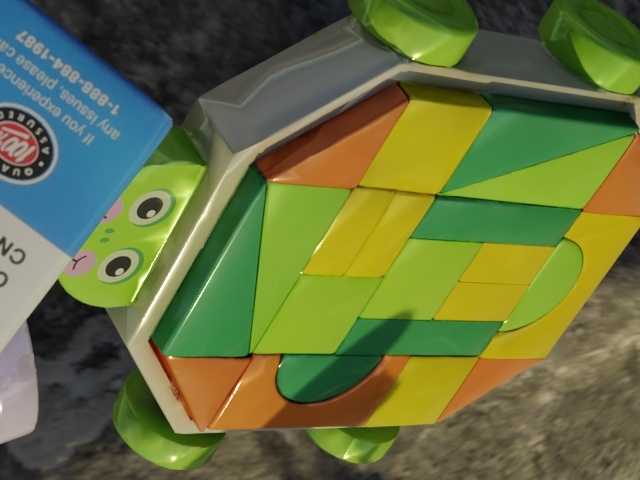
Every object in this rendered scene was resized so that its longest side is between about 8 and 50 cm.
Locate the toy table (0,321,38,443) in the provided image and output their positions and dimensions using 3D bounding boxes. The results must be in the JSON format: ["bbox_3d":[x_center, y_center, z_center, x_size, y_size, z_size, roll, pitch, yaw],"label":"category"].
[{"bbox_3d":[-0.295,0.010,1.119,0.161,0.252,0.274,-16,68,-26],"label":"toy table"}]

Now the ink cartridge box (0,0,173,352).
[{"bbox_3d":[-0.162,0.002,0.477,0.148,0.086,0.203,38,85,-23],"label":"ink cartridge box"}]

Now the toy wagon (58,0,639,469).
[{"bbox_3d":[0.000,0.000,0.833,0.068,0.344,0.267,54,126,35],"label":"toy wagon"}]
